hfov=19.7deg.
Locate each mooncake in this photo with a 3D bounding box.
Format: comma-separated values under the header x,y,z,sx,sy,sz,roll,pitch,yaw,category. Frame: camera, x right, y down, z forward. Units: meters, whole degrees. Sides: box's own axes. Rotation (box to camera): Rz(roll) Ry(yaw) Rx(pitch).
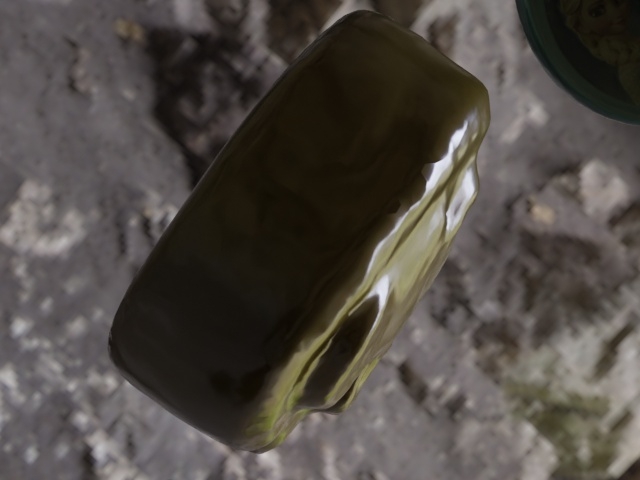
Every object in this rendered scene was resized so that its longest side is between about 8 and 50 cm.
x,y,z,sx,sy,sz,roll,pitch,yaw,category
0.000,0.000,0.925,0.117,0.235,0.235,36,18,8,mooncake

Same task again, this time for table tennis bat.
x,y,z,sx,sy,sz,roll,pitch,yaw,category
0.157,-0.172,1.006,0.237,0.149,0.038,55,-5,-5,table tennis bat
